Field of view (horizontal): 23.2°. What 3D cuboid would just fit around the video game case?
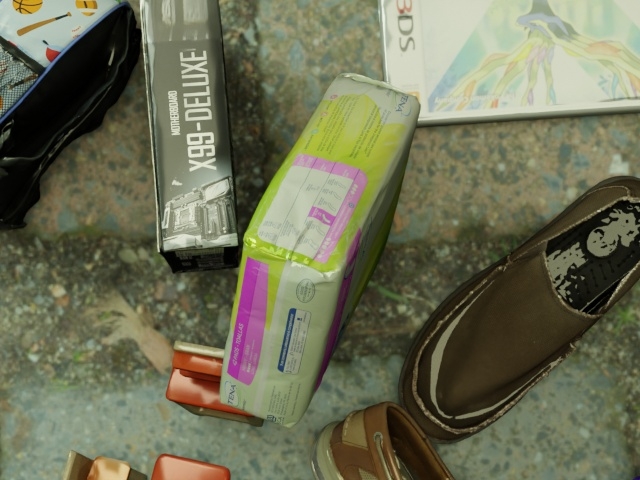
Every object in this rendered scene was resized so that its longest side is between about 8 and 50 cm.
[{"bbox_3d":[0.226,-0.281,1.707,0.329,0.036,0.299,-4,86,0],"label":"video game case"}]

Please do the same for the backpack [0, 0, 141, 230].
[{"bbox_3d":[-0.314,-0.170,1.609,0.263,0.276,0.213,-43,87,-15],"label":"backpack"}]

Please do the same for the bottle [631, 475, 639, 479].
[{"bbox_3d":[0.460,0.314,1.627,0.283,0.092,0.118,7,85,1],"label":"bottle"}]

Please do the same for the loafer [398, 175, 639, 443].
[{"bbox_3d":[0.222,0.062,1.632,0.134,0.130,0.366,43,87,4],"label":"loafer"}]

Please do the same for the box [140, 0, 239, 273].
[{"bbox_3d":[-0.127,-0.097,1.561,0.077,0.307,0.242,-5,86,-3],"label":"box"}]

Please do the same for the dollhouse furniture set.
[{"bbox_3d":[-0.133,0.246,1.594,0.262,0.135,0.259,9,74,15],"label":"dollhouse furniture set"}]

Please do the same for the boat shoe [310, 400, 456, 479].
[{"bbox_3d":[0.123,0.306,1.602,0.116,0.123,0.324,-41,86,33],"label":"boat shoe"}]

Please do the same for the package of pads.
[{"bbox_3d":[0.000,0.000,1.528,0.101,0.229,0.296,19,43,7],"label":"package of pads"}]
